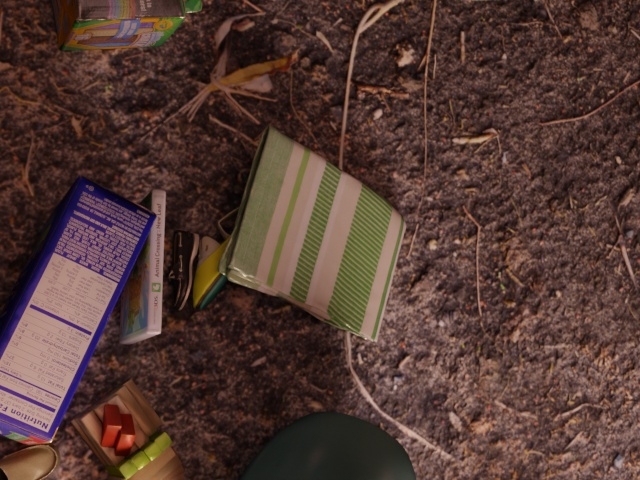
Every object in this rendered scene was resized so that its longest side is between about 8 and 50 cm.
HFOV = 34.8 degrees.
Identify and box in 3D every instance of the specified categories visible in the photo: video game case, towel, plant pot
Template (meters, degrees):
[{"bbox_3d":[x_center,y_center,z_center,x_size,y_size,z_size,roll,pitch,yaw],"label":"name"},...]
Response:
[{"bbox_3d":[-0.252,0.043,1.435,0.023,0.212,0.193,4,79,-20],"label":"video game case"},{"bbox_3d":[0.000,0.000,1.623,0.325,0.038,0.247,28,70,-35],"label":"towel"},{"bbox_3d":[0.011,0.393,1.475,0.293,0.293,0.235,39,51,-15],"label":"plant pot"}]

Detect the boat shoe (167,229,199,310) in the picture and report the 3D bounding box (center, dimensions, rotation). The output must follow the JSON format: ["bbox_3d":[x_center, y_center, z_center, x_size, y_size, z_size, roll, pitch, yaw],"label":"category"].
[{"bbox_3d":[-0.213,0.044,1.548,0.038,0.046,0.125,16,71,-23],"label":"boat shoe"}]

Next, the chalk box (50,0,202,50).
[{"bbox_3d":[-0.286,-0.371,1.538,0.213,0.132,0.132,-7,83,-28],"label":"chalk box"}]

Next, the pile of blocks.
[{"bbox_3d":[-0.243,0.377,1.438,0.149,0.113,0.362,-10,86,-27],"label":"pile of blocks"}]

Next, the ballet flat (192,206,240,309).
[{"bbox_3d":[-0.142,0.009,1.582,0.077,0.077,0.231,38,62,6],"label":"ballet flat"}]

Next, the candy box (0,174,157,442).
[{"bbox_3d":[-0.355,0.103,1.344,0.122,0.268,0.317,28,71,-15],"label":"candy box"}]

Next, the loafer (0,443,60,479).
[{"bbox_3d":[-0.423,0.321,1.394,0.148,0.050,0.056,-22,91,-27],"label":"loafer"}]
